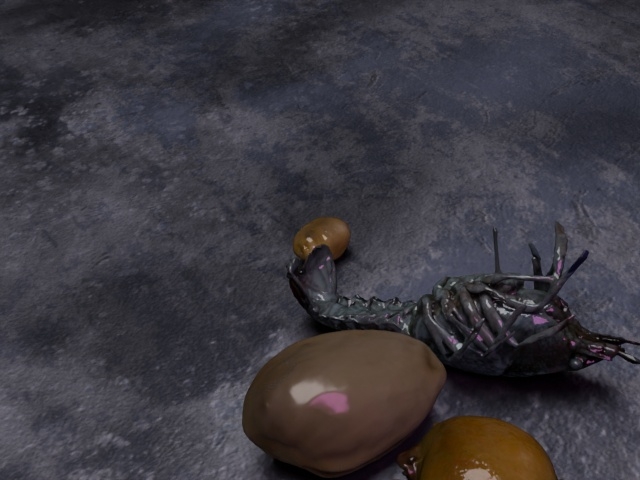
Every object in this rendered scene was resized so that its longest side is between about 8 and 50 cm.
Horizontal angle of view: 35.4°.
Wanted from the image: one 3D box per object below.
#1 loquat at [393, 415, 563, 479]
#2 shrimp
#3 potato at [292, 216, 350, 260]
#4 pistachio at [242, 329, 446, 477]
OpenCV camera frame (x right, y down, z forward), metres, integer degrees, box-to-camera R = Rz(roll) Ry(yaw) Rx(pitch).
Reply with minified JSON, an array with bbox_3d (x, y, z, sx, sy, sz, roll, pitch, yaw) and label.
[{"bbox_3d":[0.149,0.237,0.944,0.163,0.137,0.163,0,41,0],"label":"loquat"},{"bbox_3d":[0.158,0.076,1.148,0.410,0.166,0.221,-5,14,27],"label":"shrimp"},{"bbox_3d":[0.000,0.000,1.337,0.068,0.062,0.083,-13,-2,42],"label":"potato"},{"bbox_3d":[0.025,0.169,1.060,0.223,0.126,0.152,-11,61,-16],"label":"pistachio"}]
